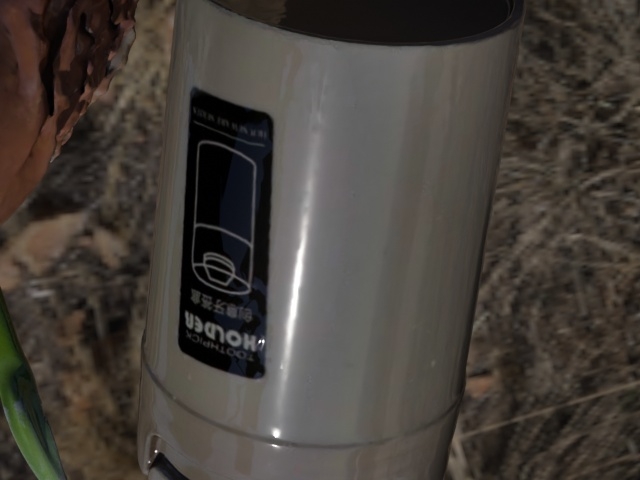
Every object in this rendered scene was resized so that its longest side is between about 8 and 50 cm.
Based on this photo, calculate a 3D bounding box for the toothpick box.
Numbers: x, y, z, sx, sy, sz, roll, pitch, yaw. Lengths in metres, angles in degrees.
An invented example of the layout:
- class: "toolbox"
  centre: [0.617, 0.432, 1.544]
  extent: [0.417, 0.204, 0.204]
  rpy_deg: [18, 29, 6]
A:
- class: "toothpick box"
  centre: [0.000, 0.000, 0.552]
  extent: [0.111, 0.111, 0.180]
  rpy_deg: [30, 125, 35]

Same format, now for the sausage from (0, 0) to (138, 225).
- class: "sausage"
  centre: [-0.132, -0.002, 0.433]
  extent: [0.078, 0.304, 0.078]
  rpy_deg: [20, 141, 17]

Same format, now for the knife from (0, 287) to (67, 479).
- class: "knife"
  centre: [-0.168, 0.057, 0.899]
  extent: [0.022, 0.026, 0.184]
  rpy_deg: [-24, 69, -5]
